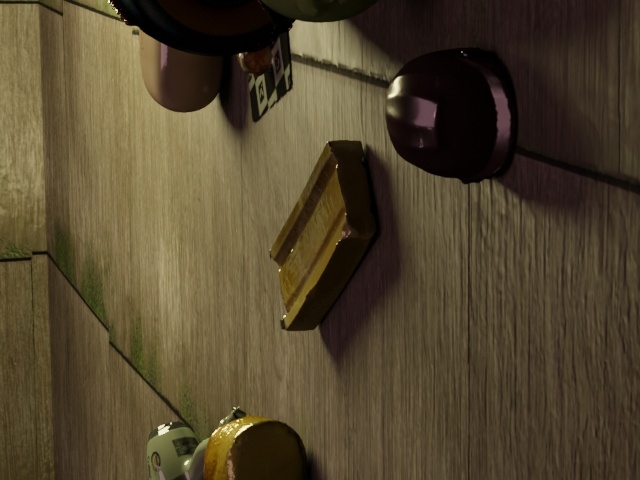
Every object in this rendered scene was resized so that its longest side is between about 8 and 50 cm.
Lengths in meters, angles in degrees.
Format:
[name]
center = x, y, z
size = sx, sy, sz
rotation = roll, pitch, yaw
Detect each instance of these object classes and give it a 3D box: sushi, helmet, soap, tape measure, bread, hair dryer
[sushi]
center = -0.079, -0.240, 2.064
size = 0.193, 0.040, 0.210
rotation = 148, 118, -72
[helmet]
center = 0.087, -0.090, 1.436
size = 0.123, 0.070, 0.098
rotation = -145, 54, -72
[soap]
center = 0.001, 0.000, 1.831
size = 0.252, 0.037, 0.092
rotation = 122, 141, -63
[tape measure]
center = -0.104, -0.277, 1.829
size = 0.135, 0.202, 0.223
rotation = -149, 39, -69
[bread]
center = -0.058, 0.297, 1.997
size = 0.094, 0.102, 0.246
rotation = 168, 97, -68
[hair dryer]
center = -0.124, 0.312, 2.325
size = 0.225, 0.088, 0.219
rotation = -20, 80, 58

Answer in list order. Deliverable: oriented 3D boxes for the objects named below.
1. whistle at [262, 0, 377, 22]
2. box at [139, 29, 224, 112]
[whistle]
center = 0.018, -0.260, 1.615
size = 0.294, 0.141, 0.141
rotation = -54, -29, -62
[box]
center = -0.158, -0.245, 2.258
size = 0.146, 0.088, 0.200
rotation = -143, 52, -71
